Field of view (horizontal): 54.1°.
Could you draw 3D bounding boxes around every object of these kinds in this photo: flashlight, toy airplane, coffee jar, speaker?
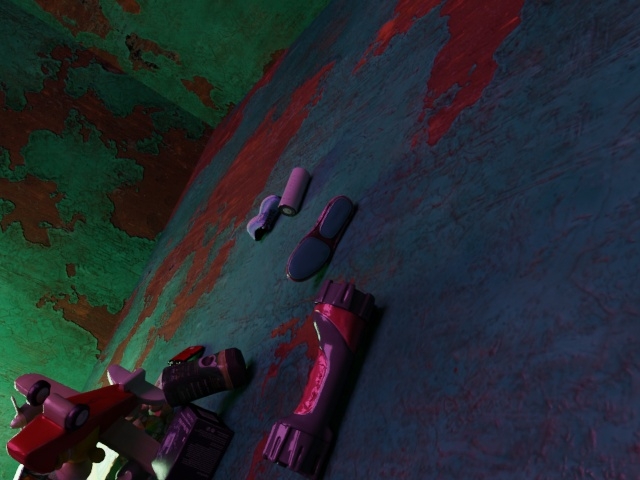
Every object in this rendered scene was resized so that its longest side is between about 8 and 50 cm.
[{"bbox_3d":[-0.005,0.217,1.017,0.103,0.103,0.304,-15,47,61],"label":"flashlight"},{"bbox_3d":[-0.561,0.460,1.533,0.386,0.384,0.272,33,105,62],"label":"toy airplane"},{"bbox_3d":[-0.258,0.305,1.406,0.184,0.079,0.096,-16,21,-3],"label":"coffee jar"},{"bbox_3d":[-0.072,-0.136,1.738,0.055,0.055,0.136,-31,34,52],"label":"speaker"}]

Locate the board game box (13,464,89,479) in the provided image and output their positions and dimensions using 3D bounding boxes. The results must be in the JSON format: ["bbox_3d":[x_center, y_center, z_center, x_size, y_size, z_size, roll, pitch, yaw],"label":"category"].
[{"bbox_3d":[-0.600,0.662,1.503,0.053,0.305,0.193,-50,23,19],"label":"board game box"}]

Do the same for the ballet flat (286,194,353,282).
[{"bbox_3d":[0.000,0.000,1.373,0.221,0.077,0.079,-58,1,-10],"label":"ballet flat"}]

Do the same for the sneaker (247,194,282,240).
[{"bbox_3d":[-0.153,-0.062,1.846,0.162,0.063,0.073,-55,38,25],"label":"sneaker"}]

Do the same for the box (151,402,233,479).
[{"bbox_3d":[-0.281,0.451,1.357,0.158,0.093,0.156,-64,21,-10],"label":"box"}]

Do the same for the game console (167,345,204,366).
[{"bbox_3d":[-0.392,0.376,1.836,0.124,0.085,0.144,-34,8,-29],"label":"game console"}]

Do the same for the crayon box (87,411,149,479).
[{"bbox_3d":[-0.572,0.608,1.763,0.278,0.081,0.165,-58,33,15],"label":"crayon box"}]

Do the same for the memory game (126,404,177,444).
[{"bbox_3d":[-0.465,0.497,1.661,0.186,0.186,0.012,-94,-5,-57],"label":"memory game"}]

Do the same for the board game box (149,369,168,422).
[{"bbox_3d":[-0.493,0.495,1.883,0.124,0.039,0.259,-57,18,8],"label":"board game box"}]
